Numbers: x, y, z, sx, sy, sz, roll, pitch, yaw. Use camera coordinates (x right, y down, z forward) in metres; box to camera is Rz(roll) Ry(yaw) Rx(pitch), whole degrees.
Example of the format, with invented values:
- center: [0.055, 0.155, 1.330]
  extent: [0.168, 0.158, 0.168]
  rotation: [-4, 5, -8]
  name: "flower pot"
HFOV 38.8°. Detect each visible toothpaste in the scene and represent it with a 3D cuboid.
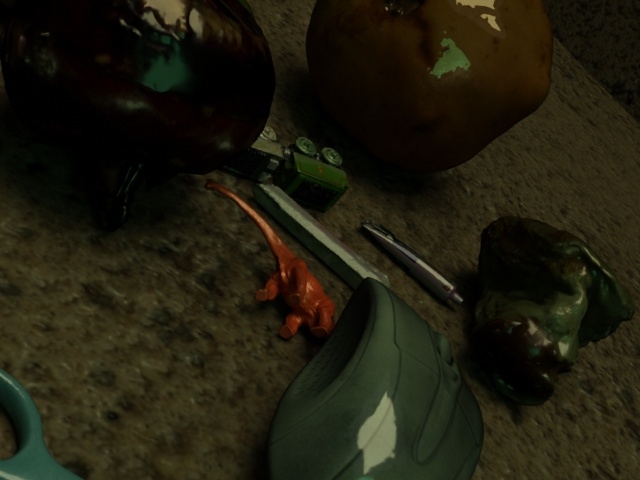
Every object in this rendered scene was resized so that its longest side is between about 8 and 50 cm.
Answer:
- center: [0.123, 0.028, 1.216]
  extent: [0.170, 0.028, 0.045]
  rotation: [40, 18, 10]
  name: "toothpaste"

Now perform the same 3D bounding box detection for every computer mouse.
- center: [0.074, 0.159, 0.853]
  extent: [0.188, 0.122, 0.371]
  rotation: [52, 28, -12]
  name: "computer mouse"

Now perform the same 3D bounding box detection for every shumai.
- center: [0.264, 0.097, 1.201]
  extent: [0.222, 0.204, 0.272]
  rotation: [44, -5, 5]
  name: "shumai"

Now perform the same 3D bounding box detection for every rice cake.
- center: [0.000, 0.000, 1.113]
  extent: [0.207, 0.033, 0.033]
  rotation: [41, 39, 6]
  name: "rice cake"

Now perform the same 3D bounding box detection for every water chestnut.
- center: [-0.189, -0.151, 0.919]
  extent: [0.300, 0.300, 0.300]
  rotation: [28, 31, -18]
  name: "water chestnut"

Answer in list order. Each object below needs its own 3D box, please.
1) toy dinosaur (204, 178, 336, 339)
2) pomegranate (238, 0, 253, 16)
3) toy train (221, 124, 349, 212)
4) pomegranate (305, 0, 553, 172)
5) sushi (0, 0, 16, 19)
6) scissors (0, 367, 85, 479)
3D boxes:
- center: [-0.035, 0.046, 0.972]
  extent: [0.280, 0.055, 0.101]
  rotation: [52, 21, -7]
  name: "toy dinosaur"
- center: [-0.157, -0.302, 1.301]
  extent: [0.122, 0.122, 0.161]
  rotation: [31, -8, -13]
  name: "pomegranate"
- center: [-0.054, -0.100, 1.166]
  extent: [0.202, 0.060, 0.081]
  rotation: [18, 41, -29]
  name: "toy train"
- center: [0.169, -0.295, 1.396]
  extent: [0.410, 0.410, 0.410]
  rotation: [28, 31, -18]
  name: "pomegranate"
- center: [-0.322, -0.429, 1.100]
  extent: [0.281, 0.299, 0.294]
  rotation: [48, 24, -32]
  name: "sushi"
- center: [-0.128, 0.231, 0.648]
  extent: [0.447, 0.029, 0.193]
  rotation: [31, 30, -13]
  name: "scissors"
